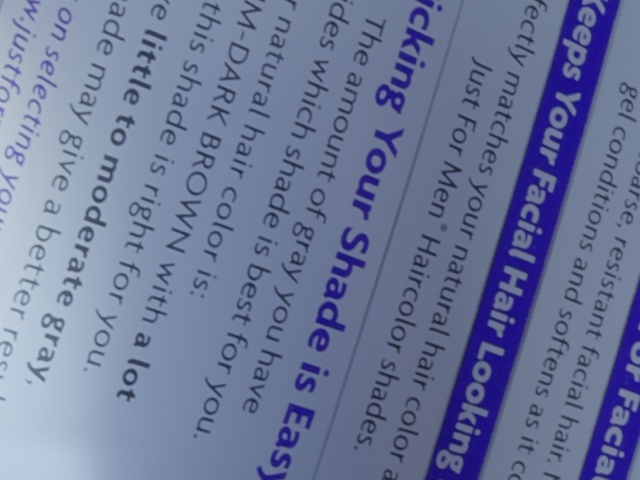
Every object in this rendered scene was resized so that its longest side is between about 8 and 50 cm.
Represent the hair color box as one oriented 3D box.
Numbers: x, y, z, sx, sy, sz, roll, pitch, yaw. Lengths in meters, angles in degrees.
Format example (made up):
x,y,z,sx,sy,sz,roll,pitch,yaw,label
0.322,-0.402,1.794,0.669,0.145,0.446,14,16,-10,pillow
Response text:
x,y,z,sx,sy,sz,roll,pitch,yaw,label
0.000,0.000,0.449,0.339,0.185,0.110,21,173,-31,hair color box
